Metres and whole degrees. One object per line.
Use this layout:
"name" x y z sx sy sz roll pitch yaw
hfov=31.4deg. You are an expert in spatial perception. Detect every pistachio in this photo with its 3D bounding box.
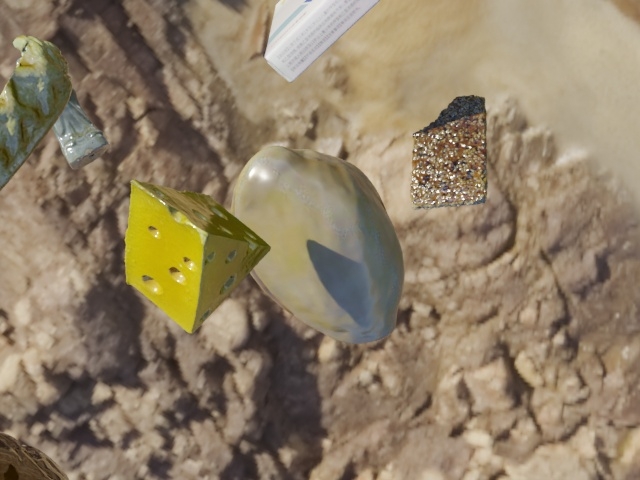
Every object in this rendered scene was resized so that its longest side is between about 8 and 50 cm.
"pistachio" 0.000 0.000 1.373 0.162 0.181 0.293 35 161 51

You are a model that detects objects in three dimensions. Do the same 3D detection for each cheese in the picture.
"cheese" -0.127 -0.003 1.084 0.093 0.126 0.171 38 166 16

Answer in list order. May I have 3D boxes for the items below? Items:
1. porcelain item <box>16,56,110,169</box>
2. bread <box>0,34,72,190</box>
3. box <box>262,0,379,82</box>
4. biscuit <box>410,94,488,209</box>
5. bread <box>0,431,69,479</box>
"porcelain item" -0.453 -0.233 1.978 0.081 0.069 0.216 -32 88 -11
"bread" -0.360 -0.127 1.308 0.088 0.232 0.128 28 154 -10
"box" 0.052 -0.421 1.808 0.065 0.200 0.343 38 121 -22
"biscuit" 0.221 -0.157 1.959 0.131 0.237 0.026 -3 146 12
"bread" -0.398 0.331 1.272 0.250 0.279 0.225 24 96 -37
